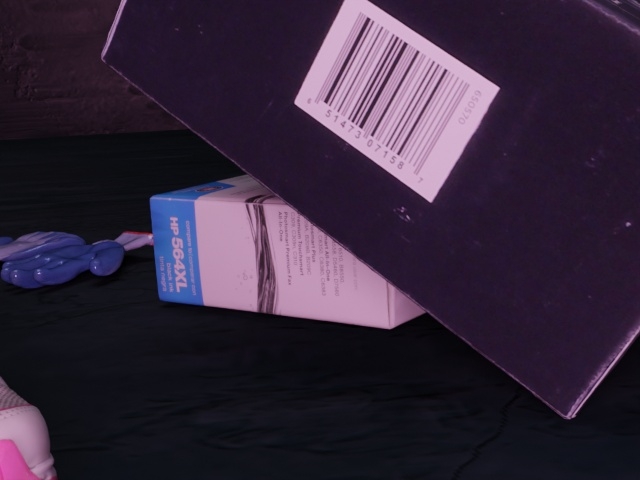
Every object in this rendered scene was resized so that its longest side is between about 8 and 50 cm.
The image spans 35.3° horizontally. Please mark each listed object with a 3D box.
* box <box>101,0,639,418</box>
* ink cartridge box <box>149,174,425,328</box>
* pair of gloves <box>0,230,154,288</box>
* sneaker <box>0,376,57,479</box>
[{"bbox_3d":[0.108,-0.106,0.629,0.343,0.179,0.312,37,26,18],"label":"box"},{"bbox_3d":[0.000,0.000,0.741,0.203,0.086,0.148,5,13,34],"label":"ink cartridge box"},{"bbox_3d":[-0.246,0.015,0.898,0.198,0.023,0.159,4,14,34],"label":"pair of gloves"},{"bbox_3d":[-0.204,0.055,0.442,0.103,0.111,0.252,-13,15,-43],"label":"sneaker"}]
